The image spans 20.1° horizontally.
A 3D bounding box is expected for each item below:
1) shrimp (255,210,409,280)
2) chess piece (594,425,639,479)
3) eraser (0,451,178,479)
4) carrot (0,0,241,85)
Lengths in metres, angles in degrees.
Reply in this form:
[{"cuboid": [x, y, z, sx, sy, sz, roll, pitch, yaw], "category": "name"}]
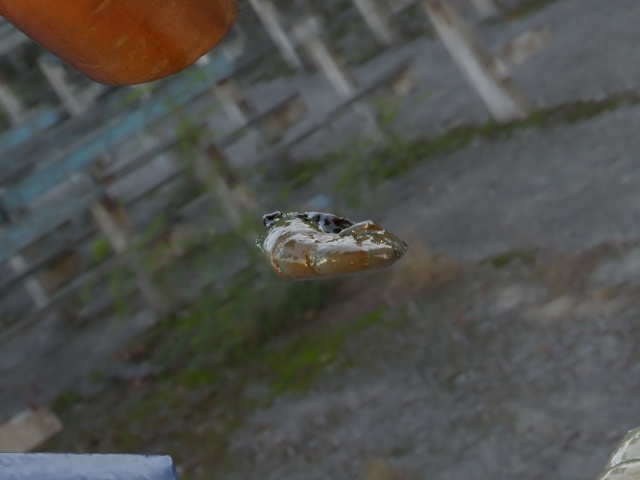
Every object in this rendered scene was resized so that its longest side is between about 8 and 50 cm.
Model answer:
[{"cuboid": [0.000, 0.001, 1.835, 0.145, 0.061, 0.267, -9, 6, -17], "category": "shrimp"}, {"cuboid": [0.193, 0.184, 1.083, 0.307, 0.124, 0.139, -51, -27, -31], "category": "chess piece"}, {"cuboid": [-0.265, 0.224, 1.416, 0.312, 0.042, 0.144, 7, -50, -45], "category": "eraser"}, {"cuboid": [-0.267, -0.298, 1.874, 0.214, 0.331, 0.193, -25, 44, 25], "category": "carrot"}]
